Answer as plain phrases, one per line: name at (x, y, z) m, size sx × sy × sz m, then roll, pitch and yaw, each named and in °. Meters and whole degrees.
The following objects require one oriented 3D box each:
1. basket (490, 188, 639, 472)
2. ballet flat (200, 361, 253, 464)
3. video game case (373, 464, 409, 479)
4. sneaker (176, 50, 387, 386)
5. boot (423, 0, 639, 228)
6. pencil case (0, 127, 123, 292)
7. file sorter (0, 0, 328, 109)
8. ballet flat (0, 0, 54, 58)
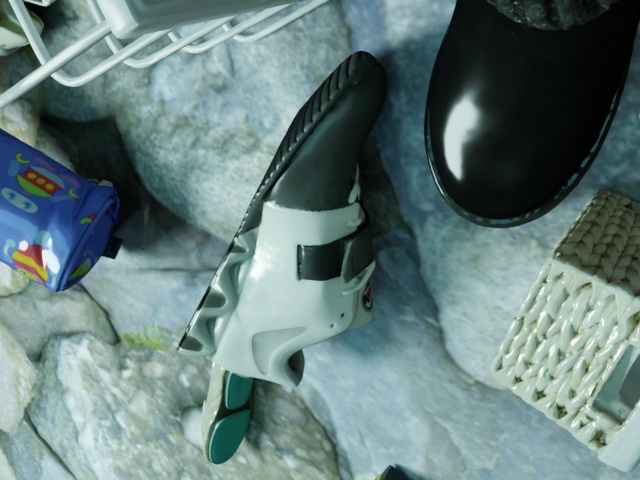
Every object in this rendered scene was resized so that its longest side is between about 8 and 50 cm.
basket at (0.198, 0.047, 0.445) m, size 0.103 × 0.167 × 0.113 m, roll 30°, pitch 123°, yaw 22°
ballet flat at (-0.107, 0.180, 0.751) m, size 0.052 × 0.057 × 0.168 m, roll 43°, pitch 127°, yaw 40°
video game case at (0.115, 0.407, 0.735) m, size 0.275 × 0.035 × 0.248 m, roll 39°, pitch 125°, yaw 7°
sneaker at (0.000, 0.000, 0.576) m, size 0.146 × 0.122 × 0.330 m, roll 26°, pitch 123°, yaw -5°
boot at (0.106, -0.131, 0.351) m, size 0.131 × 0.260 × 0.348 m, roll 23°, pitch 121°, yaw 20°
pencil case at (-0.352, -0.069, 0.690) m, size 0.306 × 0.133 × 0.119 m, roll 32°, pitch 152°, yaw -4°
file sorter at (-0.112, -0.217, 0.429) m, size 0.173 × 0.277 × 0.193 m, roll -15°, pitch 104°, yaw 38°
ballet flat at (-0.302, -0.240, 0.644) m, size 0.077 × 0.091 × 0.241 m, roll 32°, pitch 131°, yaw -14°
